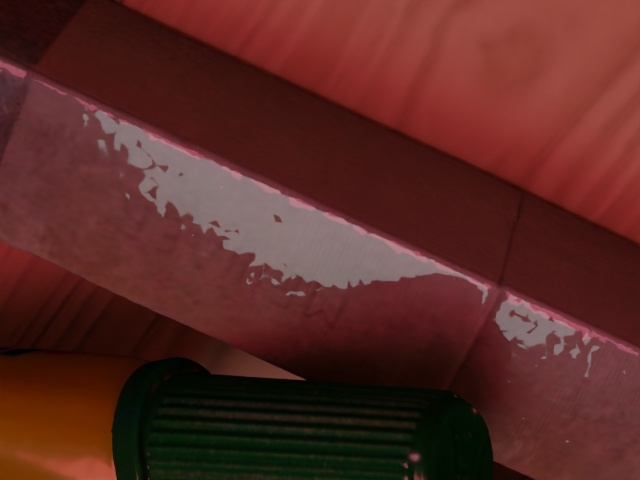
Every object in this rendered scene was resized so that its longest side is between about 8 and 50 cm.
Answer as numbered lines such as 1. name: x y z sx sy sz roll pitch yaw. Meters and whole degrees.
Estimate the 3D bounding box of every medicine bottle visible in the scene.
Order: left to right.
1. medicine bottle: -0.078 0.081 0.753 0.309 0.076 0.111 1 162 34

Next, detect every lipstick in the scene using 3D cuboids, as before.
1. lipstick: 0.000 0.000 0.743 0.371 0.079 0.076 24 121 -2
